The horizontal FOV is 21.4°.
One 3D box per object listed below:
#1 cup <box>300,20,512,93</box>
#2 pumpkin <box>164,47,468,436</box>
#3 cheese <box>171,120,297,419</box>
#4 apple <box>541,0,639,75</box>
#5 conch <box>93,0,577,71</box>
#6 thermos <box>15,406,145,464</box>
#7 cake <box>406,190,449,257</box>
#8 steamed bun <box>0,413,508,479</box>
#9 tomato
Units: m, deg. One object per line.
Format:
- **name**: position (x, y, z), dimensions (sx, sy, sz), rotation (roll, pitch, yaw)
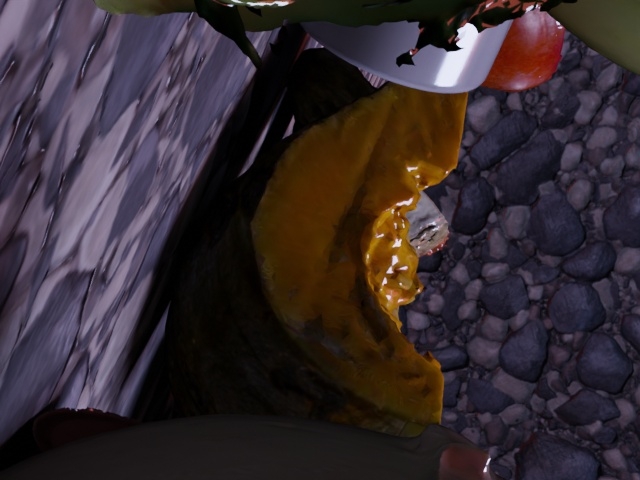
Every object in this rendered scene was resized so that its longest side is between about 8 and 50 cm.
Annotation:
- **cup**: position (0.058, -0.151, 0.764), dimensions (0.136, 0.099, 0.133), rotation (-56, 170, -64)
- **pumpkin**: position (-0.002, -0.005, 0.825), dimensions (0.131, 0.126, 0.248), rotation (120, -20, -61)
- **cheese**: position (-0.034, 0.052, 0.964), dimensions (0.189, 0.074, 0.286), rotation (179, -76, -79)
- **apple**: position (0.239, -0.250, 0.879), dimensions (0.357, 0.357, 0.357), rotation (25, 90, -87)
- **conch**: position (0.039, -0.120, 0.369), dimensions (0.143, 0.137, 0.250), rotation (109, 7, -66)
- **thermos**: position (-0.114, 0.186, 0.647), dimensions (0.124, 0.099, 0.232), rotation (14, 106, -49)
- **cake**: position (0.003, 0.003, 1.545), dimensions (0.220, 0.116, 0.086), rotation (-32, 169, -6)
- **steamed bun**: position (-0.018, 0.204, 0.407), dimensions (0.374, 0.334, 0.334), rotation (-135, -110, -88)
- **tomato**: position (0.090, -0.185, 1.115), dimensions (0.173, 0.099, 0.189), rotation (87, -15, -52)
